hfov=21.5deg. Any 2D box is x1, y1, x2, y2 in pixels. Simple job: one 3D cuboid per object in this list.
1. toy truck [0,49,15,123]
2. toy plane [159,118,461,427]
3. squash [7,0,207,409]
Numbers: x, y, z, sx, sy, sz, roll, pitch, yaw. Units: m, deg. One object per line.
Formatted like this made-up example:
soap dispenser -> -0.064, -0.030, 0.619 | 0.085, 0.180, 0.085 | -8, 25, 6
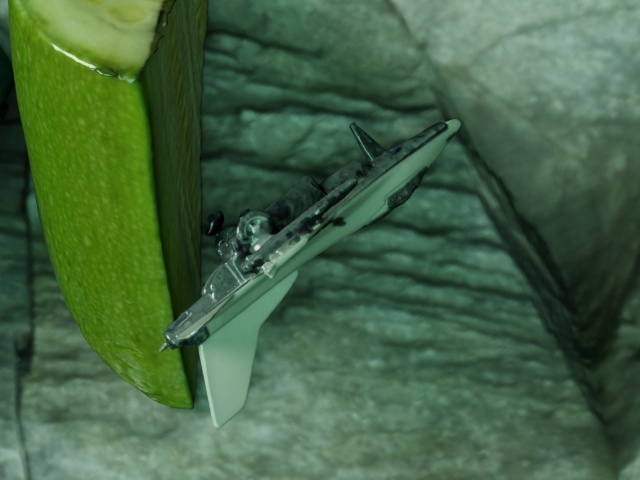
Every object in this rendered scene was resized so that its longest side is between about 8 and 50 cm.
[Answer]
toy truck -> -0.277, -0.034, 1.018 | 0.124, 0.114, 0.253 | 23, 108, -8
toy plane -> -0.015, -0.007, 0.962 | 0.082, 0.160, 0.234 | 40, 73, -5
squash -> -0.122, -0.061, 1.023 | 0.111, 0.203, 0.288 | 4, 141, 7
